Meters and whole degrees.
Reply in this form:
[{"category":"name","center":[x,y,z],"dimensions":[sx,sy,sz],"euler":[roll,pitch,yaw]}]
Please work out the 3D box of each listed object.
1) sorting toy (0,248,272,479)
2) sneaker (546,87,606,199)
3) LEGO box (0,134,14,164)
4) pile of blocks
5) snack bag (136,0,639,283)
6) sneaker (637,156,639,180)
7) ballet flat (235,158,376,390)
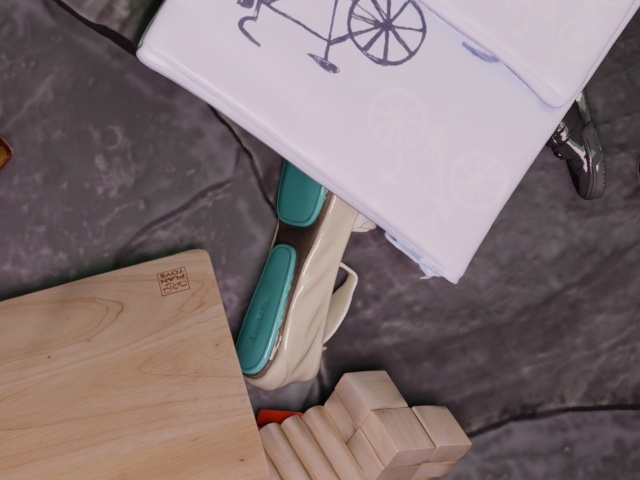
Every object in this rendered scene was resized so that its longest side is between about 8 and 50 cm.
[{"category":"sorting toy","center":[-0.175,0.156,1.242],"dimensions":[0.257,0.255,0.089],"euler":[-15,139,-4]},{"category":"sneaker","center":[0.167,-0.109,1.337],"dimensions":[0.089,0.051,0.170],"euler":[-12,93,-4]},{"category":"LEGO box","center":[-0.405,0.025,1.062],"dimensions":[0.193,0.500,0.372],"euler":[43,91,-8]},{"category":"pile of blocks","center":[-0.063,0.212,1.332],"dimensions":[0.362,0.149,0.112],"euler":[-25,55,-12]},{"category":"snack bag","center":[0.069,-0.187,1.252],"dimensions":[0.323,0.037,0.342],"euler":[36,86,-17]},{"category":"sneaker","center":[0.387,-0.122,1.338],"dimensions":[0.118,0.110,0.292],"euler":[40,99,-16]},{"category":"ballet flat","center":[0.000,0.000,1.323],"dimensions":[0.086,0.086,0.248],"euler":[17,96,-8]}]
